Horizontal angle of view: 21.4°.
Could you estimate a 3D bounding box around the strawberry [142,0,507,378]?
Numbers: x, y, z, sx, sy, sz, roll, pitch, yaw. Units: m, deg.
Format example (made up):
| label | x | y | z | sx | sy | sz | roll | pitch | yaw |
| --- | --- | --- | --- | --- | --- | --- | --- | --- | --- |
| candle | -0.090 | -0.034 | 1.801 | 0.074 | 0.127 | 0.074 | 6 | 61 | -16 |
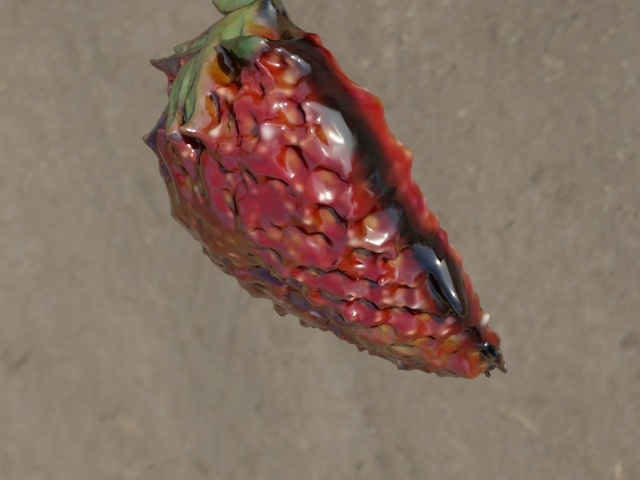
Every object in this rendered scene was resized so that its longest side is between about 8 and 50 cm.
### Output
| label | x | y | z | sx | sy | sz | roll | pitch | yaw |
| --- | --- | --- | --- | --- | --- | --- | --- | --- | --- |
| strawberry | 0.000 | 0.000 | 1.043 | 0.138 | 0.233 | 0.306 | -33 | 107 | -5 |
